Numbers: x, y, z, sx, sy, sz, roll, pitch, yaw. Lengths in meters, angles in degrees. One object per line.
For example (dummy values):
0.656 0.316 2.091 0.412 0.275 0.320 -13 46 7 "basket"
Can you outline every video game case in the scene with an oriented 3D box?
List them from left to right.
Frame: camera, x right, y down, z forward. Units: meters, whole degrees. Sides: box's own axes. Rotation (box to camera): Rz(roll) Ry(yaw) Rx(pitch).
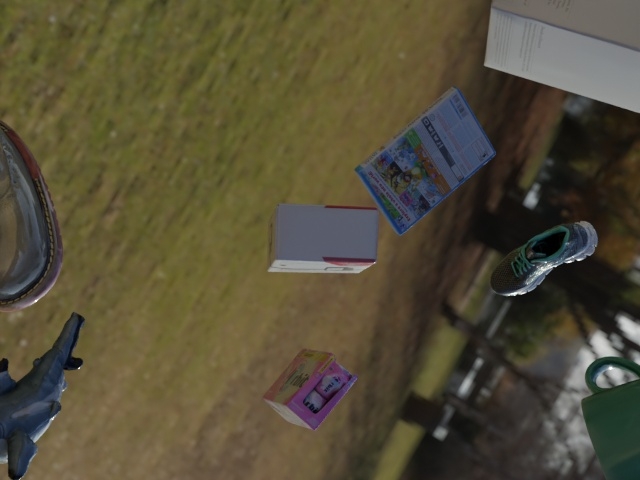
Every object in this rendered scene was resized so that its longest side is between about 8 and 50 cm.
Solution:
0.134 -0.100 1.892 0.166 0.015 0.119 -40 126 -7 "video game case"

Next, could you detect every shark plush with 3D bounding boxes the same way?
-0.236 0.123 1.190 0.161 0.067 0.073 -47 -153 -16 "shark plush"

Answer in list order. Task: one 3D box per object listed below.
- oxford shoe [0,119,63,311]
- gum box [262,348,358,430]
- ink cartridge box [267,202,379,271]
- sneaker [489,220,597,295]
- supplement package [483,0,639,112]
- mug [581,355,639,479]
-0.375 -0.104 1.346 0.140 0.397 0.146 -39 164 2 "oxford shoe"
-0.017 0.231 2.342 0.107 0.062 0.188 -49 -170 -11 "gum box"
0.000 0.000 1.629 0.150 0.109 0.063 130 -39 -82 "ink cartridge box"
0.293 0.020 2.051 0.166 0.065 0.076 -35 156 25 "sneaker"
0.382 -0.295 1.962 0.175 0.293 0.177 81 29 -69 "supplement package"
0.326 0.191 1.506 0.097 0.157 0.129 -22 179 13 "mug"
